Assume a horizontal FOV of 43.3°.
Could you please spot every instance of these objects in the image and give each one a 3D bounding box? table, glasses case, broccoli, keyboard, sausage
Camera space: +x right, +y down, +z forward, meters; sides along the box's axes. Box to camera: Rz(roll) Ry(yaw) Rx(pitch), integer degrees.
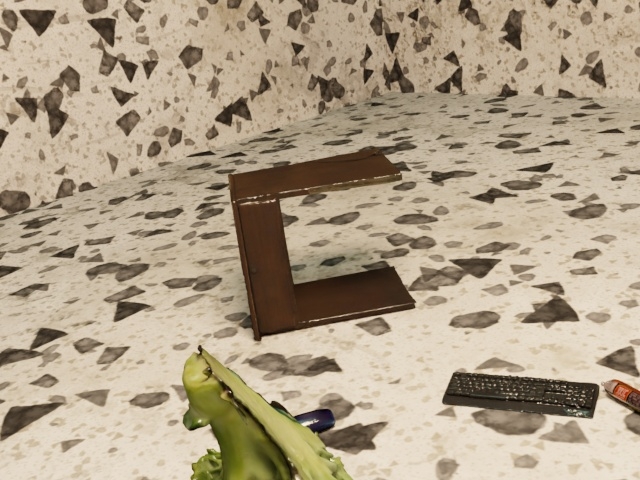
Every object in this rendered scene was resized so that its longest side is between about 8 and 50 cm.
[{"bbox_3d":[0.000,0.000,1.396,0.282,0.251,0.196,-9,19,-5],"label":"table"},{"bbox_3d":[-0.021,0.241,1.062,0.083,0.023,0.033,-15,19,-16],"label":"glasses case"},{"bbox_3d":[-0.083,0.253,0.777,0.180,0.273,0.242,-43,20,3],"label":"broccoli"},{"bbox_3d":[0.262,0.200,1.067,0.196,0.015,0.074,1,22,26],"label":"keyboard"},{"bbox_3d":[0.409,0.209,0.965,0.028,0.025,0.198,-46,27,-7],"label":"sausage"}]
